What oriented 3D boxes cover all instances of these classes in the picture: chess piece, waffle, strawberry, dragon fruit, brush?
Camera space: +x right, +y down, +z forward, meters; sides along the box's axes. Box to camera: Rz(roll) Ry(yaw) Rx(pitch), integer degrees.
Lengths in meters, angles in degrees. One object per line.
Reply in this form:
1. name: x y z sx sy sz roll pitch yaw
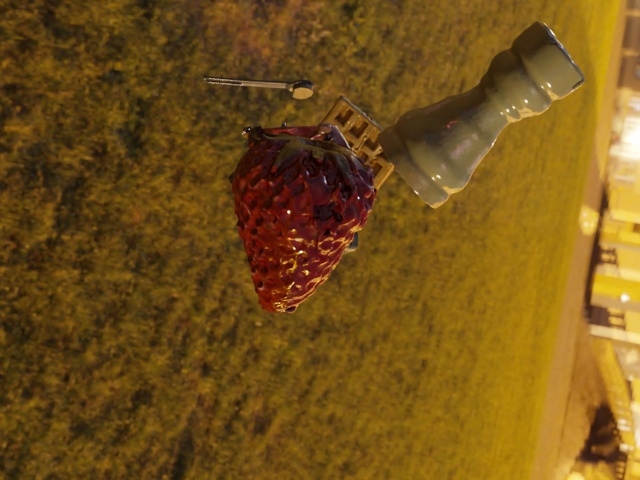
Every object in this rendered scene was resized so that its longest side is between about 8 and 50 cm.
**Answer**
1. chess piece: 0.363 -0.284 1.985 0.442 0.234 0.234 -37 174 17
2. waffle: 0.085 -0.243 2.456 0.221 0.248 0.055 -52 -179 18
3. strawberry: -0.029 -0.016 1.193 0.205 0.205 0.244 -35 138 -68
4. dragon fruit: -0.048 -0.180 1.804 0.211 0.282 0.147 -146 -123 -60
5. brush: -0.147 -0.369 2.112 0.062 0.266 0.027 115 -24 -65

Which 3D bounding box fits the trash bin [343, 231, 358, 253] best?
1. trash bin: 0.000 0.000 1.977 0.130 0.116 0.059 6 75 -41
